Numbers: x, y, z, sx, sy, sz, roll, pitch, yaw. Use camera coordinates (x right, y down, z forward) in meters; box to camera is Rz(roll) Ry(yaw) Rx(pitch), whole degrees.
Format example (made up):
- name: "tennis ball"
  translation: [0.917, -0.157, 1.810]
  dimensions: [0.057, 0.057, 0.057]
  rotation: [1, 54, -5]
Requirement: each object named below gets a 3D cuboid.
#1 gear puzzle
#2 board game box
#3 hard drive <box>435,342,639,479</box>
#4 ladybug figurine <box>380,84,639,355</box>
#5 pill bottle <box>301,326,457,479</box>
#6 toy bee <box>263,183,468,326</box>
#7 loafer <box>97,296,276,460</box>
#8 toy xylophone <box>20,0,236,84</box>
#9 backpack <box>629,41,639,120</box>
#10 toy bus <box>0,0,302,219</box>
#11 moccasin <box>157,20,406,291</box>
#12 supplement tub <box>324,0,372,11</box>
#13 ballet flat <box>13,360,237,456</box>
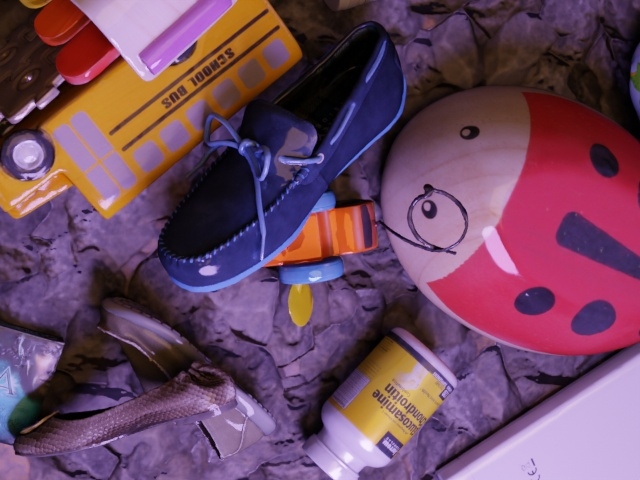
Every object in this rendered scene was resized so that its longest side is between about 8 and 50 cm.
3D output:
- name: "gear puzzle"
  translation: [-0.254, -0.172, 1.011]
  dimensions: [0.339, 0.175, 0.044]
  rotation: [-44, 129, -6]
- name: "board game box"
  translation: [-0.380, 0.137, 1.108]
  dimensions: [0.186, 0.026, 0.126]
  rotation: [19, 95, -22]
- name: "hard drive"
  translation: [0.347, 0.307, 1.392]
  dimensions: [0.353, 0.047, 0.233]
  rotation: [-30, 109, -11]
- name: "ladybug figurine"
  translation: [0.285, -0.010, 1.240]
  dimensions: [0.449, 0.162, 0.305]
  rotation: [22, 93, -22]
- name: "pill bottle"
  translation: [0.067, 0.200, 1.239]
  dimensions: [0.184, 0.103, 0.103]
  rotation: [-48, 112, -5]
- name: "toy bee"
  translation: [0.000, 0.000, 1.162]
  dimensions: [0.298, 0.162, 0.195]
  rotation: [15, 99, 5]
- name: "loafer"
  translation: [-0.156, 0.158, 1.155]
  dimensions: [0.251, 0.094, 0.087]
  rotation: [44, 81, -22]
- name: "toy xylophone"
  translation: [-0.194, -0.294, 0.941]
  dimensions: [0.236, 0.323, 0.081]
  rotation: [-37, 152, -3]
- name: "backpack"
  translation: [0.541, -0.222, 1.259]
  dimensions: [0.355, 0.273, 0.290]
  rotation: [-30, 115, 0]
- name: "toy bus"
  translation: [-0.190, -0.138, 1.072]
  dimensions: [0.332, 0.108, 0.130]
  rotation: [-41, 116, -8]
- name: "moccasin"
  translation: [-0.047, -0.100, 1.051]
  dimensions: [0.342, 0.137, 0.117]
  rotation: [-51, 150, -27]
- name: "supplement tub"
  translation: [0.055, -0.297, 1.146]
  dimensions: [0.107, 0.071, 0.071]
  rotation: [-20, 107, -14]
- name: "ballet flat"
  translation: [-0.207, 0.175, 1.093]
  dimensions: [0.249, 0.084, 0.058]
  rotation: [-15, 94, 12]
